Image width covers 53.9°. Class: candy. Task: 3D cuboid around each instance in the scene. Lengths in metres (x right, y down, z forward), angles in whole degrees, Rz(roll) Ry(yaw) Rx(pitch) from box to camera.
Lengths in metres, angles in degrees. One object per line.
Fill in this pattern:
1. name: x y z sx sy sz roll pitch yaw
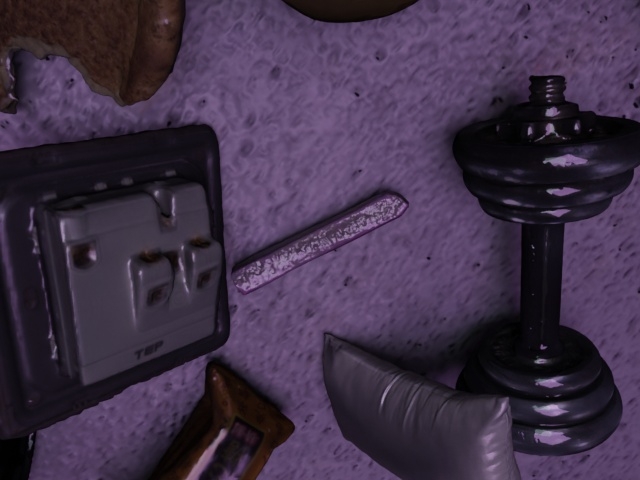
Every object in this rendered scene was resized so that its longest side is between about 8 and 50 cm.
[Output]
1. candy: -0.140 0.282 0.686 0.143 0.101 0.271 38 73 -19

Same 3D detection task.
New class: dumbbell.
1. dumbbell: 0.225 0.039 0.644 0.179 0.179 0.406 -7 110 -4

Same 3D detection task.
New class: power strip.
1. power strip: -0.178 0.035 0.580 0.257 0.092 0.251 -20 124 -43

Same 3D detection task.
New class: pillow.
1. pillow: 0.100 0.189 0.661 0.078 0.254 0.144 -19 110 -37

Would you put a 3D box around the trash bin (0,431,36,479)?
1. trash bin: -0.436 0.204 0.600 0.262 0.217 0.277 6 82 -9

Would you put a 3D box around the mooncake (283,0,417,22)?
1. mooncake: 0.020 -0.362 0.476 0.378 0.201 0.379 -1 111 -2

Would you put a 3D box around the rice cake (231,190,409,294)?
1. rice cake: 0.000 0.000 0.672 0.206 0.047 0.036 -26 104 2

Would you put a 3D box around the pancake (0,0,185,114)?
1. pancake: -0.235 -0.206 0.495 0.288 0.033 0.286 38 129 3
